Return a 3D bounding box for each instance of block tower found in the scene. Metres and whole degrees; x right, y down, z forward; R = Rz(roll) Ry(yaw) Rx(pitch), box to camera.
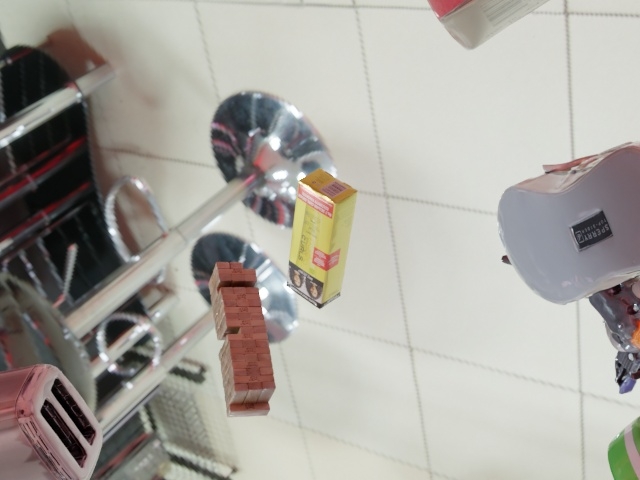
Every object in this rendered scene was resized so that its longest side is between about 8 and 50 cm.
[{"bbox_3d":[-0.169,0.206,1.968,0.097,0.090,0.336,116,149,-49],"label":"block tower"}]

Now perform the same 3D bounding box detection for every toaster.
[{"bbox_3d":[-0.395,0.255,1.223,0.146,0.129,0.227,-16,120,16],"label":"toaster"}]

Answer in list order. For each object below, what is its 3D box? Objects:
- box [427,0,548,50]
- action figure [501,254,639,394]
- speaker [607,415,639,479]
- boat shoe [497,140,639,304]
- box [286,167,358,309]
[{"bbox_3d":[0.130,-0.328,0.906,0.126,0.148,0.232,-31,79,17],"label":"box"},{"bbox_3d":[0.460,0.114,1.488,0.330,0.178,0.341,43,140,44],"label":"action figure"},{"bbox_3d":[0.406,0.158,0.797,0.296,0.131,0.131,-36,96,25],"label":"speaker"},{"bbox_3d":[0.291,-0.037,0.847,0.367,0.156,0.136,129,121,-76],"label":"boat shoe"},{"bbox_3d":[0.000,0.000,1.527,0.087,0.058,0.232,34,135,26],"label":"box"}]
